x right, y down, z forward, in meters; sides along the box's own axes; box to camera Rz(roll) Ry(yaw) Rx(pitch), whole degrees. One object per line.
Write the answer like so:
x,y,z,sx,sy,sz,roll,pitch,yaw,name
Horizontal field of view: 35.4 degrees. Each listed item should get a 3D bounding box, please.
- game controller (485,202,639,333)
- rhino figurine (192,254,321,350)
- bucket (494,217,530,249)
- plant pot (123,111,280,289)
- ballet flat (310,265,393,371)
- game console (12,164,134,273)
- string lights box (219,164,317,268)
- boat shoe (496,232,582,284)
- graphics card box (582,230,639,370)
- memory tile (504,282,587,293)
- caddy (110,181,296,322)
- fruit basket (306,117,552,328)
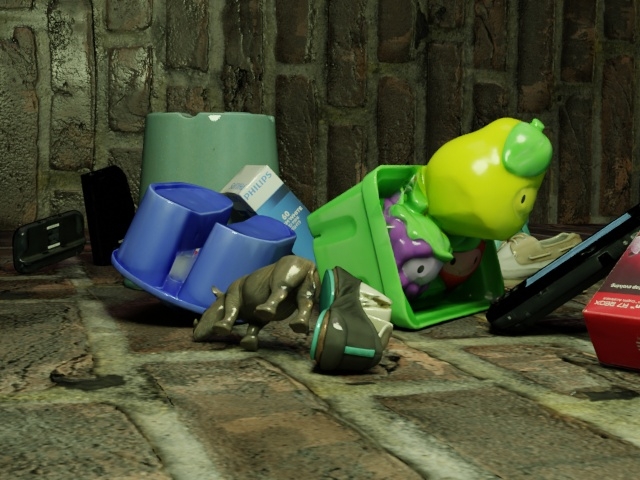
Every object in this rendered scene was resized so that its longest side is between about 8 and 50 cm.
0.375,0.024,1.436,0.319,0.067,0.166,-35,5,14,game controller
-0.090,0.084,1.298,0.073,0.106,0.243,42,-39,-24,rhino figurine
0.362,-0.029,2.356,0.281,0.183,0.281,1,5,0,bucket
-0.216,-0.080,1.963,0.341,0.334,0.341,0,5,0,plant pot
0.041,0.105,1.262,0.096,0.095,0.280,10,15,0,ballet flat
-0.540,-0.034,2.217,0.043,0.213,0.361,4,16,31,game console
-0.055,-0.016,1.799,0.077,0.260,0.133,-46,18,-12,string lights box
0.399,0.036,2.024,0.302,0.103,0.113,-2,5,-26,boat shoe
0.505,0.013,1.203,0.232,0.094,0.371,5,41,47,graphics card box
0.420,0.092,1.905,0.148,0.012,0.113,-1,5,-16,memory tile
-0.183,0.032,1.585,0.241,0.179,0.341,24,9,10,caddy
0.211,-0.022,1.568,0.391,0.283,0.392,-12,-4,-1,fruit basket
